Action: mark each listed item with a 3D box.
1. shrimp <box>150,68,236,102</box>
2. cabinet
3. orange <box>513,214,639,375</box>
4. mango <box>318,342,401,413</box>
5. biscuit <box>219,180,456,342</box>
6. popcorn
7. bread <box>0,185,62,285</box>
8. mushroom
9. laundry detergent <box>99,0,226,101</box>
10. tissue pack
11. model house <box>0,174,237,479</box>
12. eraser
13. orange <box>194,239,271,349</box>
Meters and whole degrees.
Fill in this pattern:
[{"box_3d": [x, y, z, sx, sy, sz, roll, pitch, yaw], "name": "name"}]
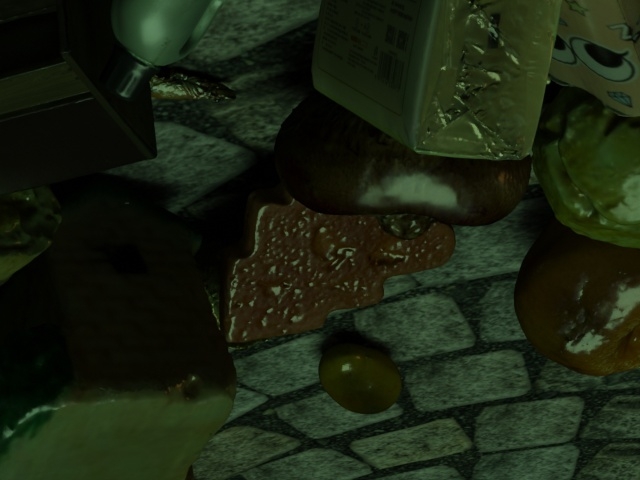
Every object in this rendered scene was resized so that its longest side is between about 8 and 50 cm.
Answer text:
[{"box_3d": [-0.133, -0.164, 1.705, 0.127, 0.025, 0.091, 12, 146, -28], "name": "shrimp"}, {"box_3d": [-0.269, -0.161, 1.547, 0.175, 0.148, 0.215, -13, 156, 11], "name": "cabinet"}, {"box_3d": [0.340, 0.037, 2.046, 0.249, 0.183, 0.249, -20, 148, -13], "name": "orange"}, {"box_3d": [0.051, 0.185, 2.372, 0.103, 0.076, 0.161, -12, 149, 19], "name": "mango"}, {"box_3d": [0.000, 0.000, 1.916, 0.306, 0.043, 0.284, -41, 132, 8], "name": "biscuit"}, {"box_3d": [0.320, -0.087, 1.804, 0.204, 0.183, 0.221, 23, 156, 8], "name": "popcorn"}, {"box_3d": [-0.408, -0.027, 1.724, 0.252, 0.196, 0.238, -24, 152, 35], "name": "bread"}, {"box_3d": [0.083, -0.089, 1.703, 0.253, 0.253, 0.153, 0, 110, -14], "name": "mushroom"}, {"box_3d": [-0.114, -0.216, 1.440, 0.099, 0.070, 0.225, 11, 114, -57], "name": "laundry detergent"}, {"box_3d": [0.094, -0.173, 1.475, 0.125, 0.159, 0.234, 2, -164, -23], "name": "tissue pack"}, {"box_3d": [-0.306, 0.138, 1.920, 0.335, 0.342, 0.382, 4, 139, -34], "name": "model house"}, {"box_3d": [0.230, -0.226, 1.560, 0.171, 0.087, 0.290, 31, 170, 30], "name": "eraser"}, {"box_3d": [-0.097, 0.061, 2.022, 0.157, 0.134, 0.156, -15, -179, 0], "name": "orange"}]
